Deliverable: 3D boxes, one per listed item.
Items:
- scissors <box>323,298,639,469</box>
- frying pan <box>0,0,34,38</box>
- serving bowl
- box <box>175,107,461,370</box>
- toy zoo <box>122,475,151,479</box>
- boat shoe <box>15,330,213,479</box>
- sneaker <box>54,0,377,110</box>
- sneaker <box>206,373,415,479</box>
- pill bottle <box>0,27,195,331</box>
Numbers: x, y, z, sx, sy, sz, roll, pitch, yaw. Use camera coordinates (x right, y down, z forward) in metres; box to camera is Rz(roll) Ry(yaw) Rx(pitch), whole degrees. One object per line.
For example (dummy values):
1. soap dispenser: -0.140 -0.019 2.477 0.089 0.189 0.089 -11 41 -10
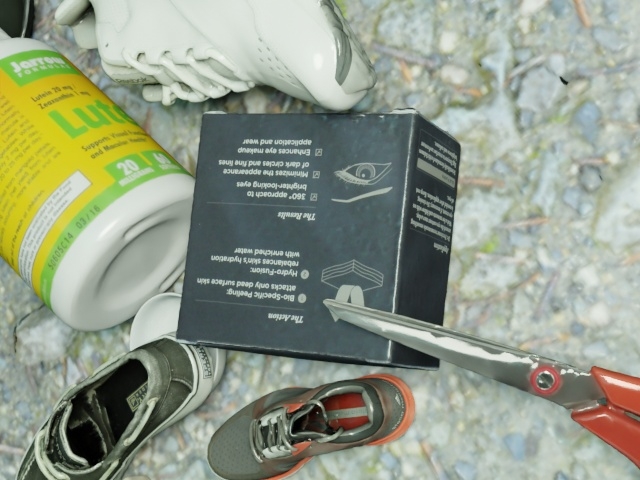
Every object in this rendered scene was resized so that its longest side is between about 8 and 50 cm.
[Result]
1. scissors: 0.149 0.076 0.615 0.297 0.021 0.109 33 103 9
2. frying pan: -0.322 -0.123 0.924 0.197 0.053 0.326 -1 83 26
3. serving bowl: -0.099 0.078 0.791 0.083 0.027 0.083 3 95 32
4. box: 0.000 0.000 0.720 0.156 0.093 0.158 3 83 27
5. toy zoo: -0.091 0.334 0.750 0.293 0.030 0.192 40 100 25
6. boat shoe: -0.169 0.139 0.782 0.219 0.070 0.078 -45 71 27
7. sneaker: -0.075 -0.138 0.737 0.129 0.111 0.297 -48 43 -8
8. sneaker: -0.018 0.122 0.726 0.158 0.065 0.061 -24 72 22
9. pill bottle: -0.208 -0.061 0.796 0.245 0.136 0.136 42 102 19
